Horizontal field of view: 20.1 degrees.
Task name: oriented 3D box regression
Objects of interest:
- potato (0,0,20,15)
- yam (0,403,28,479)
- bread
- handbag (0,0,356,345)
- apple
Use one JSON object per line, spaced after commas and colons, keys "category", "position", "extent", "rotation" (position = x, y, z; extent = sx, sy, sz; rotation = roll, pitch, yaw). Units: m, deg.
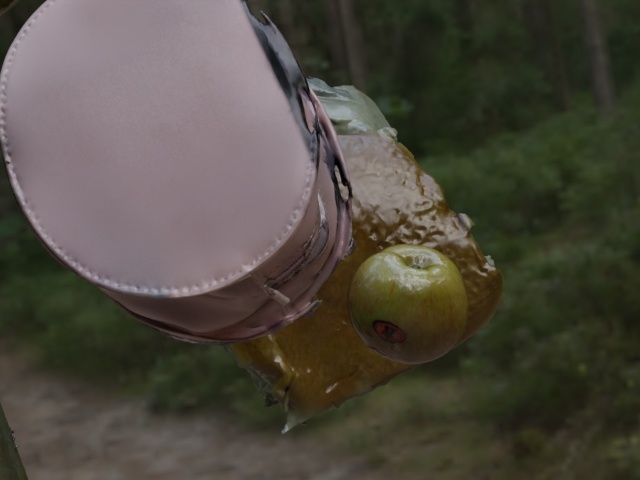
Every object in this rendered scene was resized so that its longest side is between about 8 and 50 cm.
{"category": "potato", "position": [-0.259, -0.291, 1.397], "extent": [0.351, 0.202, 0.218], "rotation": [-32, 27, -25]}
{"category": "yam", "position": [-0.279, 0.202, 1.520], "extent": [0.068, 0.169, 0.068], "rotation": [-16, 18, 5]}
{"category": "bread", "position": [0.000, 0.000, 1.583], "extent": [0.250, 0.279, 0.225], "rotation": [-31, -4, -5]}
{"category": "handbag", "position": [-0.078, -0.046, 1.012], "extent": [0.179, 0.205, 0.116], "rotation": [-23, -14, -4]}
{"category": "apple", "position": [0.060, 0.040, 1.202], "extent": [0.084, 0.071, 0.084], "rotation": [9, 38, -7]}
